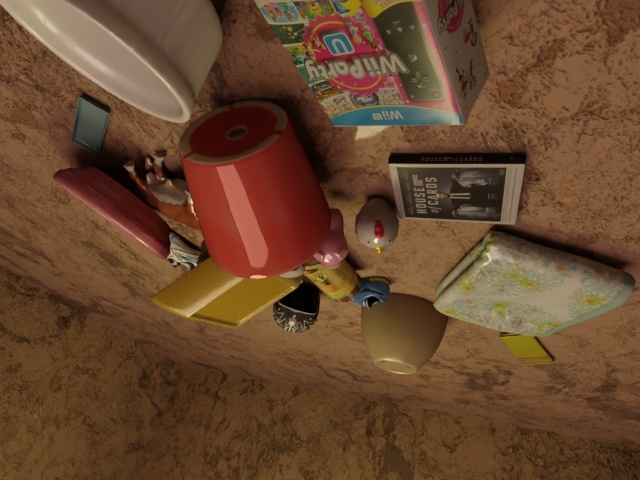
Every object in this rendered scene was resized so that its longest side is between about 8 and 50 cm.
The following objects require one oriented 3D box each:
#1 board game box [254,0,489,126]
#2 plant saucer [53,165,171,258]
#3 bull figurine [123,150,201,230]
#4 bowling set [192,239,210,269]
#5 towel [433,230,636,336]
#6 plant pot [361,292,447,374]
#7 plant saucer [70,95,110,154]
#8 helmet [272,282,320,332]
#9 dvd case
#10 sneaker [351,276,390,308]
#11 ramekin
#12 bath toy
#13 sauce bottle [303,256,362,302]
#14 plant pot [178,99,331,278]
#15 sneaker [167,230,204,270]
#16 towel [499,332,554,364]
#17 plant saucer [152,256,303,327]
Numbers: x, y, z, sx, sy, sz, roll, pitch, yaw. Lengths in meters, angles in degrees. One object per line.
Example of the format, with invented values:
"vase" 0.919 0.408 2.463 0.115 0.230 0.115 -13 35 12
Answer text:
"board game box" 0.051 -0.282 0.525 0.224 0.098 0.303 12 154 41
"plant saucer" -0.517 -0.080 1.124 0.332 0.084 0.332 34 164 11
"bull figurine" -0.318 -0.100 1.034 0.310 0.101 0.188 18 146 14
"bowling set" -0.259 0.052 1.203 0.154 0.200 0.287 21 154 -10
"towel" 0.487 0.128 1.062 0.320 0.090 0.374 15 150 0
"plant pot" 0.255 0.318 1.398 0.283 0.191 0.284 13 151 7
"plant saucer" -0.519 -0.257 0.977 0.067 0.018 0.192 30 147 -22
"helmet" -0.081 0.226 1.435 0.169 0.162 0.169 12 150 7
"dvd case" 0.262 -0.098 0.847 0.238 0.030 0.179 3 148 20
"sneaker" 0.117 0.166 1.319 0.209 0.082 0.069 -12 142 43
"ramekin" -0.269 -0.298 0.585 0.277 0.135 0.277 28 170 5
"bath toy" 0.000 0.000 0.938 0.347 0.129 0.152 -9 106 6
"sauce bottle" -0.016 0.046 1.151 0.111 0.112 0.344 -9 141 37
"plant pot" -0.126 -0.106 0.816 0.274 0.275 0.243 6 138 18
"sneaker" -0.473 0.030 1.376 0.237 0.086 0.085 38 146 -31
"towel" 0.682 0.355 1.425 0.102 0.021 0.237 -17 136 36
"plant saucer" -0.213 0.132 1.168 0.332 0.081 0.333 -33 154 9
